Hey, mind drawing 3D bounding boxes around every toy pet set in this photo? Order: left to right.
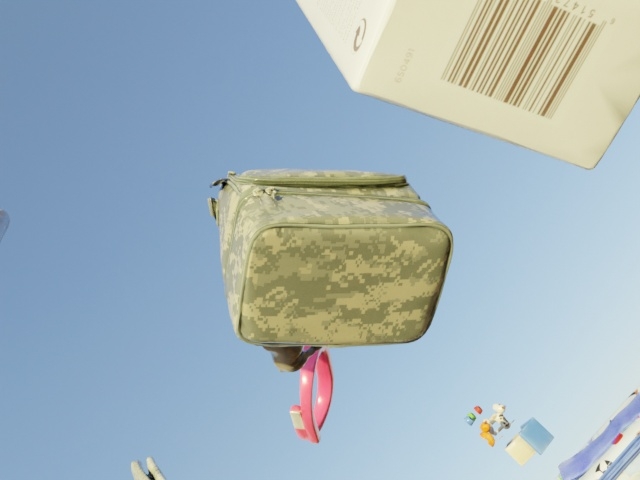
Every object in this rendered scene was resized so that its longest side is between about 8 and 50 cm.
[{"bbox_3d":[0.293,0.285,0.960,0.065,0.114,0.122,-50,-19,10],"label":"toy pet set"}]

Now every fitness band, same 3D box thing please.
[{"bbox_3d":[-0.013,0.374,1.543,0.291,0.054,0.209,80,-159,-47],"label":"fitness band"}]

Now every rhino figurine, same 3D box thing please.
[{"bbox_3d":[-0.076,0.186,1.263,0.106,0.073,0.243,-47,-39,-21],"label":"rhino figurine"}]

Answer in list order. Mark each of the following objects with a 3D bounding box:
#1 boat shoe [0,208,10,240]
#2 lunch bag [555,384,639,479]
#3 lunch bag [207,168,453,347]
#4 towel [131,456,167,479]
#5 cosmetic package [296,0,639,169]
[{"bbox_3d":[-0.451,0.015,0.752,0.098,0.302,0.109,24,-111,-28],"label":"boat shoe"},{"bbox_3d":[0.446,0.304,0.775,0.115,0.243,0.303,-72,7,-64],"label":"lunch bag"},{"bbox_3d":[0.000,0.000,0.898,0.305,0.256,0.212,0,-61,-16],"label":"lunch bag"},{"bbox_3d":[-0.341,0.680,1.438,0.056,0.324,0.312,-19,-80,-29],"label":"towel"},{"bbox_3d":[0.117,-0.260,0.632,0.230,0.453,0.161,14,-62,-19],"label":"cosmetic package"}]
